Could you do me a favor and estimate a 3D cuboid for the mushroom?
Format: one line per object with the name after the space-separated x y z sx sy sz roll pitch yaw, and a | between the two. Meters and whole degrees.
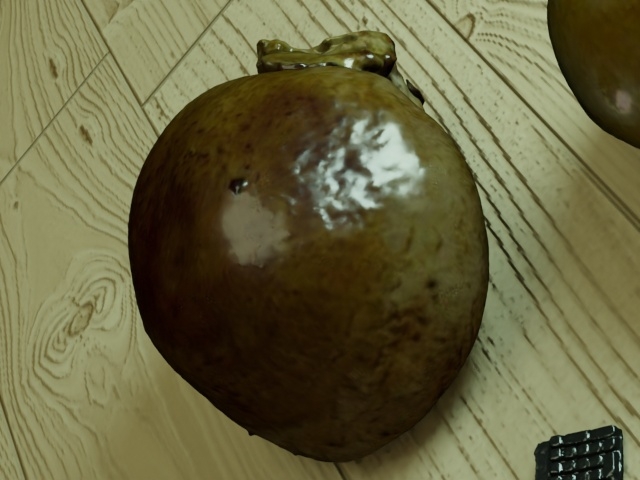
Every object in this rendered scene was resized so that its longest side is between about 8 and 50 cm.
-0.014 -0.011 1.145 0.263 0.195 0.283 -26 45 45 | mushroom

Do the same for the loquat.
0.219 -0.130 0.978 0.179 0.179 0.227 -60 26 -4 | loquat

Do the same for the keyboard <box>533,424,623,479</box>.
0.137 0.191 0.955 0.060 0.018 0.195 -22 48 36 | keyboard
